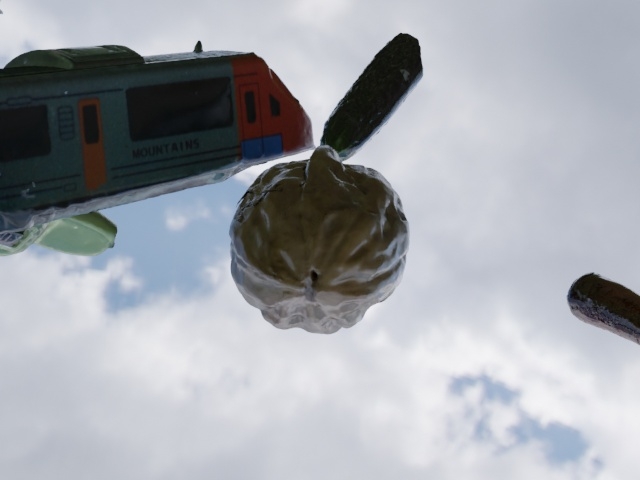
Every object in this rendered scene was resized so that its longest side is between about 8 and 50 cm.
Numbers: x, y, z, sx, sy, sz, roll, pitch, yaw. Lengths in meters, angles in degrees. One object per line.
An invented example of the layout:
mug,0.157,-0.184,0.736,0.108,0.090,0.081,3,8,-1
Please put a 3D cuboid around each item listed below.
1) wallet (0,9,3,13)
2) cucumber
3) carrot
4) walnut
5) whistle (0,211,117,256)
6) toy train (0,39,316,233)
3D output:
wallet,-0.293,-0.373,1.192,0.223,0.309,0.077,25,-175,-33
cucumber,0.066,-0.186,1.946,0.074,0.074,0.241,27,-127,14
carrot,0.322,0.081,1.481,0.055,0.055,0.161,-18,-148,-34
walnut,0.000,0.000,1.546,0.198,0.198,0.245,15,-162,0
whistle,-0.307,-0.052,1.268,0.141,0.141,0.294,41,-164,28
toy train,-0.150,-0.060,0.776,0.086,0.089,0.409,4,-167,36
